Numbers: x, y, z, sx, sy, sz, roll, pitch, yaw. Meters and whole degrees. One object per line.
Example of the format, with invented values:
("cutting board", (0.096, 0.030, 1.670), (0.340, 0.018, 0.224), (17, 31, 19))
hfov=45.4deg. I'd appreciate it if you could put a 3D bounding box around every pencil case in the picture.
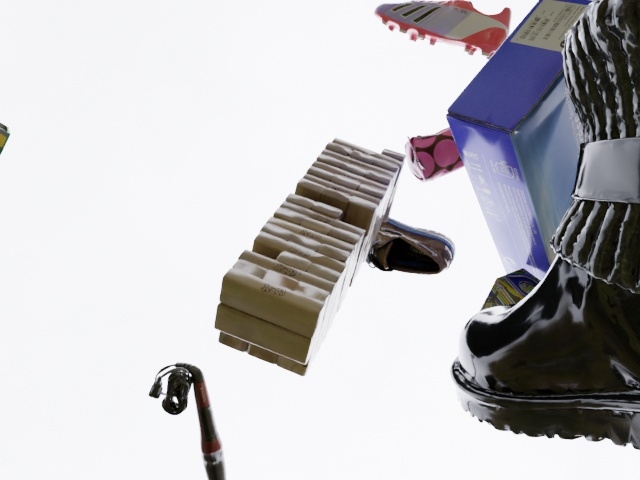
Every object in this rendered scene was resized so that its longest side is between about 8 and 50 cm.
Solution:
("pencil case", (0.262, -0.184, 1.414), (0.209, 0.095, 0.098), (-23, -66, -5))

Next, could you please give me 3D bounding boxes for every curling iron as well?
("curling iron", (-0.153, 0.262, 0.981), (0.068, 0.274, 0.035), (-6, -148, 12))

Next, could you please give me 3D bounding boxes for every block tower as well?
("block tower", (0.000, 0.000, 0.786), (0.097, 0.091, 0.335), (21, -147, 10))

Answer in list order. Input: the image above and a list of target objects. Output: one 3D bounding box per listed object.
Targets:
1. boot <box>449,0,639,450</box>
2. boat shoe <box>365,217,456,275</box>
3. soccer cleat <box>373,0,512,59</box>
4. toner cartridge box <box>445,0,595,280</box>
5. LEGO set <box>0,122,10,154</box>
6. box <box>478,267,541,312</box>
("boot", (0.187, -0.008, 0.513), (0.131, 0.348, 0.260), (-12, -91, -24))
("boat shoe", (0.089, 0.006, 1.040), (0.183, 0.066, 0.066), (8, -64, 17))
("soccer cleat", (0.218, -0.396, 1.366), (0.248, 0.083, 0.095), (22, -81, 20))
("toner cartridge box", (0.246, -0.055, 0.777), (0.075, 0.348, 0.165), (28, -110, 41))
("LEGO set", (-0.429, -0.010, 0.623), (0.192, 0.255, 0.331), (35, -122, -32))
("box", (0.237, 0.101, 0.739), (0.054, 0.059, 0.169), (-15, -135, -45))
